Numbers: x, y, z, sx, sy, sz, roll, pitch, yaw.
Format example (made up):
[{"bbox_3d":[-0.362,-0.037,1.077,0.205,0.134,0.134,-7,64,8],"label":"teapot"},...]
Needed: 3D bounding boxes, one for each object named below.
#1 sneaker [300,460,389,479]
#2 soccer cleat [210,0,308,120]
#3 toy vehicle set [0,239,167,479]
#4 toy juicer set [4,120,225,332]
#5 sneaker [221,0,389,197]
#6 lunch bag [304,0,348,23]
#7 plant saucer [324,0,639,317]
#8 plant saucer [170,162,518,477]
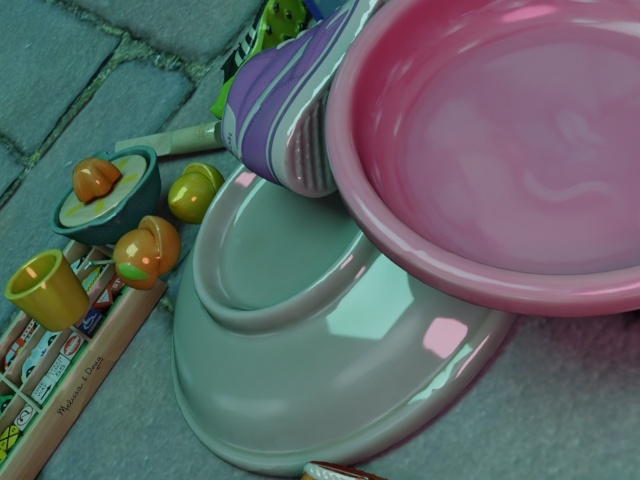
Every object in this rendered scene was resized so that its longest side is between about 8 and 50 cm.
[{"bbox_3d":[0.049,0.202,0.833,0.175,0.064,0.067,2,80,52],"label":"sneaker"},{"bbox_3d":[-0.070,-0.209,1.300,0.072,0.060,0.179,3,63,48],"label":"soccer cleat"},{"bbox_3d":[-0.284,0.125,1.240,0.166,0.035,0.267,21,74,51],"label":"toy vehicle set"},{"bbox_3d":[-0.191,-0.060,1.224,0.209,0.089,0.329,-20,32,25],"label":"toy juicer set"},{"bbox_3d":[0.022,-0.171,0.988,0.282,0.102,0.161,-47,34,-10],"label":"sneaker"},{"bbox_3d":[0.027,-0.301,1.086,0.221,0.293,0.138,23,76,51],"label":"lunch bag"},{"bbox_3d":[0.172,-0.078,0.838,0.332,0.084,0.332,-5,54,7],"label":"plant saucer"},{"bbox_3d":[0.000,0.000,1.013,0.400,0.100,0.400,-26,43,27],"label":"plant saucer"}]
